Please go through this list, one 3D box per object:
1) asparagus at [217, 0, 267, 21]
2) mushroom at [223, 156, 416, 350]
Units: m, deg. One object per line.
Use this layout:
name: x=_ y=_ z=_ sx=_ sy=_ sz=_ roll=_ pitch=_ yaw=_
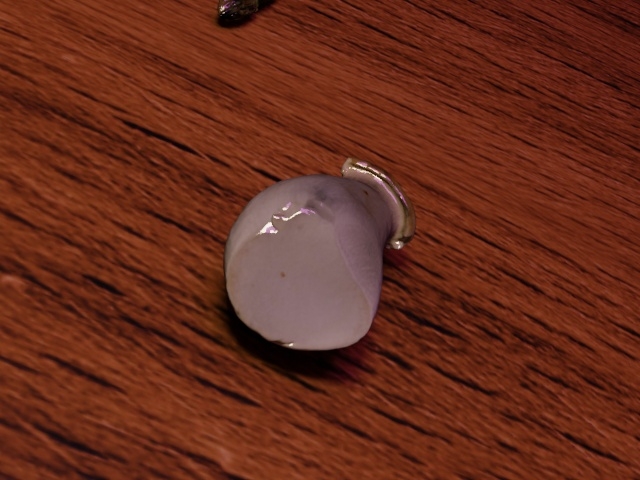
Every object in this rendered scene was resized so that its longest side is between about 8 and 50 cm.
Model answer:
asparagus: x=-0.065 y=-0.239 z=1.270 sx=0.036 sy=0.030 sz=0.165 roll=54 pitch=28 yaw=-8
mushroom: x=0.000 y=0.000 z=0.938 sx=0.116 sy=0.093 sz=0.225 roll=44 pitch=21 yaw=-7
